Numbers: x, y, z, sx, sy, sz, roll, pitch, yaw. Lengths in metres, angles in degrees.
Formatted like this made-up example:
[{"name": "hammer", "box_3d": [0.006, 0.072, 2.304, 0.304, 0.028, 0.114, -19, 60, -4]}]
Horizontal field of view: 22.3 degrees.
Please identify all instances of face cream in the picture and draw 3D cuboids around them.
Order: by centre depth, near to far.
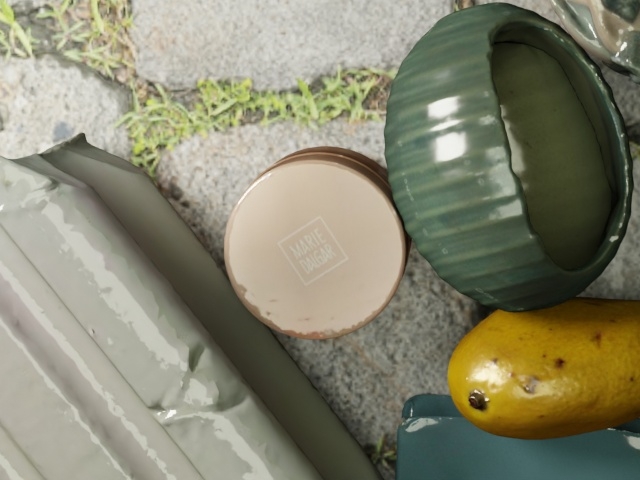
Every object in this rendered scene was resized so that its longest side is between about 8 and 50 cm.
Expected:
[{"name": "face cream", "box_3d": [0.000, 0.000, 1.347, 0.149, 0.104, 0.149, 1, 100, 6]}]

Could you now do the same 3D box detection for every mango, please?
[{"name": "mango", "box_3d": [0.212, 0.097, 1.325, 0.227, 0.147, 0.109, -11, 101, -14]}]

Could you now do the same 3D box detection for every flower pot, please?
[{"name": "flower pot", "box_3d": [0.146, -0.064, 1.278, 0.189, 0.157, 0.243, -10, 83, -33]}]

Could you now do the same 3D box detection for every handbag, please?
[{"name": "handbag", "box_3d": [0.173, 0.213, 1.395, 0.221, 0.057, 0.144, 4, 106, 5]}]

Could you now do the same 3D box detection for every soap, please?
[{"name": "soap", "box_3d": [-0.199, 0.166, 1.340, 0.350, 0.213, 0.435, -39, 94, 13]}]

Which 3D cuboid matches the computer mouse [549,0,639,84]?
[{"name": "computer mouse", "box_3d": [0.350, -0.185, 1.276, 0.389, 0.115, 0.199, 9, 89, -13]}]
